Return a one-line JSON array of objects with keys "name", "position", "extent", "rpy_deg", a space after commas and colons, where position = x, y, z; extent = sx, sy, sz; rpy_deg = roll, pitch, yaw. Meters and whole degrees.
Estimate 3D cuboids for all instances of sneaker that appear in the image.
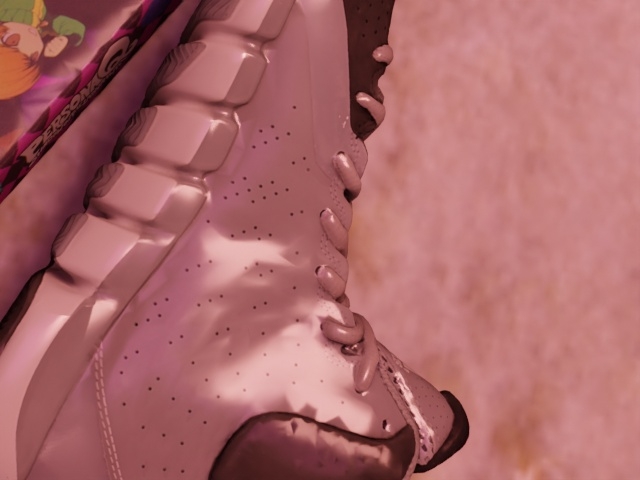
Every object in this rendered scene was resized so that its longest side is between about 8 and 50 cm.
[{"name": "sneaker", "position": [0.000, 0.000, 0.406], "extent": [0.132, 0.086, 0.228], "rpy_deg": [32, 85, -8]}]

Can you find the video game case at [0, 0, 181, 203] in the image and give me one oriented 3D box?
[{"name": "video game case", "position": [-0.157, -0.118, 0.414], "extent": [0.232, 0.042, 0.210], "rpy_deg": [40, 76, -1]}]
